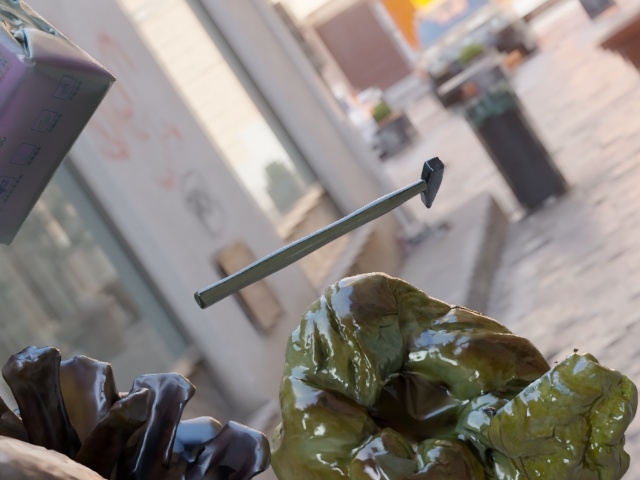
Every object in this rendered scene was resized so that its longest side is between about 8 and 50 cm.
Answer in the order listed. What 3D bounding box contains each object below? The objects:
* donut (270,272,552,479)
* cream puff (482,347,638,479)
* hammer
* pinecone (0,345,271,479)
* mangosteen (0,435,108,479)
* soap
[{"bbox_3d":[0.107,0.202,2.027,0.360,0.360,0.170,-38,-23,-42],"label":"donut"},{"bbox_3d":[0.247,0.188,1.739,0.156,0.156,0.121,-31,13,32],"label":"cream puff"},{"bbox_3d":[0.000,0.000,1.243,0.199,0.013,0.062,-27,-22,-14],"label":"hammer"},{"bbox_3d":[-0.148,0.238,1.215,0.384,0.384,0.384,-33,5,3],"label":"pinecone"},{"bbox_3d":[-0.155,0.237,0.778,0.306,0.306,0.359,-37,19,-35],"label":"mangosteen"},{"bbox_3d":[-0.319,-0.122,1.558,0.199,0.182,0.138,-55,-26,12],"label":"soap"}]
